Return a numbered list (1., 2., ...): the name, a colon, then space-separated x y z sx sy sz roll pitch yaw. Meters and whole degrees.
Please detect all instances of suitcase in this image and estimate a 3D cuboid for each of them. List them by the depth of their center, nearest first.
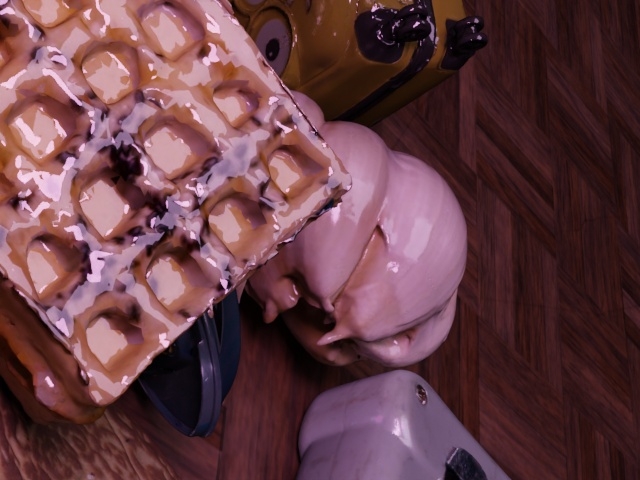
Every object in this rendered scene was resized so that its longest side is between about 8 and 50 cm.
1. suitcase: 0.018 -0.209 1.286 0.143 0.235 0.194 2 68 -38

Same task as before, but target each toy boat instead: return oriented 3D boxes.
1. toy boat: -0.133 -0.001 1.013 0.122 0.114 0.296 -17 87 -40

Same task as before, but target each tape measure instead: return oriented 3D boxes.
1. tape measure: 0.084 0.244 1.207 0.243 0.125 0.246 49 34 -31

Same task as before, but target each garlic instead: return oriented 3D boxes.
1. garlic: 0.016 -0.002 1.185 0.281 0.184 0.203 49 32 -31

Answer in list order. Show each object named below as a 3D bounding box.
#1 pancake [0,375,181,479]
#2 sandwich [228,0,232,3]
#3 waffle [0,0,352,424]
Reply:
1. pancake: -0.136 0.181 0.906 0.250 0.031 0.250 52 16 -22
2. sandwich: -0.196 -0.329 1.096 0.325 0.131 0.262 37 44 -42
3. waffle: -0.180 -0.101 0.869 0.261 0.114 0.376 -42 101 -34
